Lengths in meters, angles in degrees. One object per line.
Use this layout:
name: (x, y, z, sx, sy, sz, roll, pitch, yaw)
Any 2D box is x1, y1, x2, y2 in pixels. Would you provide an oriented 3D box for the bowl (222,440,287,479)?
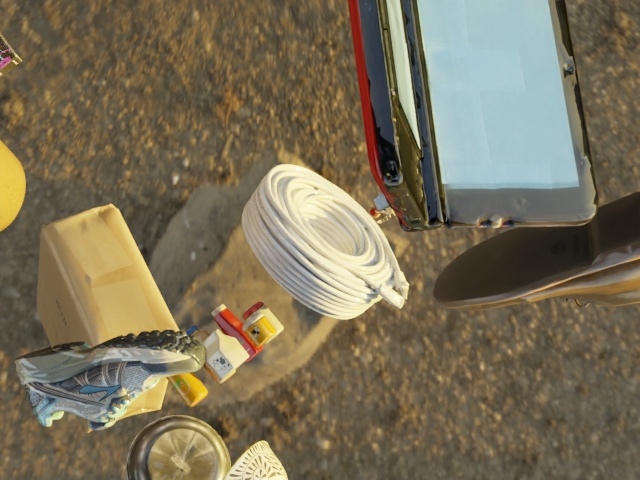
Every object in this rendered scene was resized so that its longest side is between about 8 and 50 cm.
bowl: (-0.096, 0.389, 1.614, 0.080, 0.170, 0.170, 29, 116, 19)

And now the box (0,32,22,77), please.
box: (-0.607, -0.301, 1.876, 0.162, 0.029, 0.116, -39, 75, 1)

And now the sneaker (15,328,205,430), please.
sneaker: (-0.286, 0.198, 1.542, 0.283, 0.110, 0.122, -9, 95, 19)

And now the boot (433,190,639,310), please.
boot: (0.273, 0.043, 1.235, 0.305, 0.112, 0.115, -16, 128, 32)

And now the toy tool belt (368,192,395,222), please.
toy tool belt: (0.113, -0.063, 1.829, 0.083, 0.051, 0.052, -24, 77, 16)

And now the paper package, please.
paper package: (-0.429, 0.157, 2.160, 0.168, 0.325, 0.309, -16, 148, -27)

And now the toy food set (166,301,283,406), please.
toy food set: (-0.152, 0.149, 1.679, 0.104, 0.111, 0.232, 51, 132, 5)

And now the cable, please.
cable: (0.000, 0.000, 1.664, 0.257, 0.257, 0.089, 26, 121, -28)

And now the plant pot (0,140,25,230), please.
plant pot: (-0.499, -0.087, 1.359, 0.237, 0.237, 0.254, -38, 155, 15)

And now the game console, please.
game console: (0.061, -0.082, 0.439, 0.085, 0.124, 0.144, -9, 76, 10)

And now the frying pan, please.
frying pan: (-0.318, 0.435, 2.015, 0.326, 0.197, 0.053, -15, 163, -25)
